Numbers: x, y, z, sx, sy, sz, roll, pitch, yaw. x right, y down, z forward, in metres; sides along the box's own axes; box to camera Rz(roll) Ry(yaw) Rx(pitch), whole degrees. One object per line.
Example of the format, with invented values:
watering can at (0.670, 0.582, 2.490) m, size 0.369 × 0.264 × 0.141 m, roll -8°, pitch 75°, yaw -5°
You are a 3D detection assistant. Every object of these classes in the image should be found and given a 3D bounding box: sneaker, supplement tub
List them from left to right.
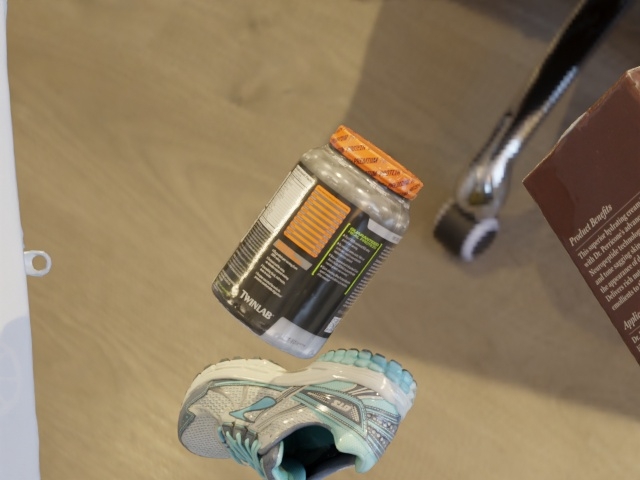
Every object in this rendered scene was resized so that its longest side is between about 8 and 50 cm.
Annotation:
sneaker at (-0.045, 0.183, 1.518) m, size 0.283 × 0.110 × 0.122 m, roll -16°, pitch 38°, yaw 39°
supplement tub at (0.000, 0.000, 1.393) m, size 0.117 × 0.117 × 0.190 m, roll 40°, pitch 98°, yaw 25°

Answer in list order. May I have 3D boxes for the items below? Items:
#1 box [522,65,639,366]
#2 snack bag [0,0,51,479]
box at (0.311, -0.029, 1.278) m, size 0.167 × 0.168 × 0.203 m, roll -19°, pitch 72°, yaw -34°
snack bag at (-0.282, -0.016, 0.758) m, size 0.323 × 0.037 × 0.342 m, roll 7°, pitch 64°, yaw -39°
